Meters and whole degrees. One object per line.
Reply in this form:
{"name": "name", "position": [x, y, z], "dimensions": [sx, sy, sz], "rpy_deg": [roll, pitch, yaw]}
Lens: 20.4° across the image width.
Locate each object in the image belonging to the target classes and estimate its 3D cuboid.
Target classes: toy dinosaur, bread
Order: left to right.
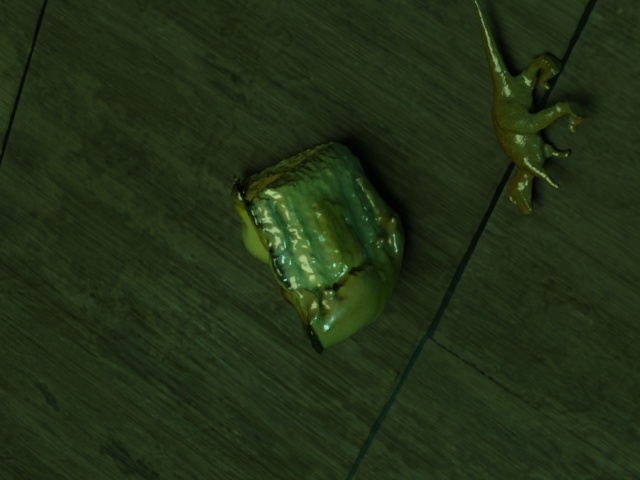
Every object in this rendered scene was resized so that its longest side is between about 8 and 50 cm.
{"name": "bread", "position": [0.006, -0.004, 1.628], "dimensions": [0.133, 0.251, 0.174], "rpy_deg": [-30, 95, -4]}
{"name": "toy dinosaur", "position": [0.158, -0.112, 1.529], "dimensions": [0.162, 0.039, 0.126], "rpy_deg": [45, 131, 7]}
